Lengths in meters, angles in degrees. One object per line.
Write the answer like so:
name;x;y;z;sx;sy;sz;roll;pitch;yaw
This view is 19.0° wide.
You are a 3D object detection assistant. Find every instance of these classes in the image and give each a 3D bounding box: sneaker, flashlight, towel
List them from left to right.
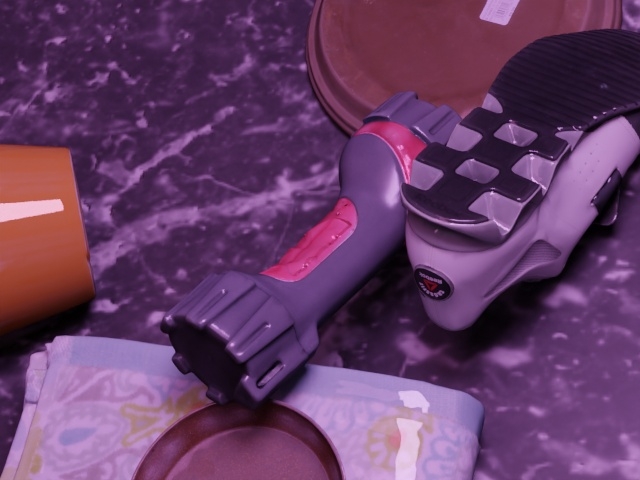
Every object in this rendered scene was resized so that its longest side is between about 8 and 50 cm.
towel;-0.086;0.240;1.430;0.374;0.090;0.320;6;67;20
flashlight;0.000;0.000;1.465;0.103;0.103;0.304;1;32;46
sneaker;0.172;-0.051;1.499;0.122;0.146;0.330;28;48;31

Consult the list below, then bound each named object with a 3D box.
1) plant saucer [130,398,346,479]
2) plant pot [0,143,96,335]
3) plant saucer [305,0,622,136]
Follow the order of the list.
plant saucer;-0.059;0.195;1.376;0.168;0.029;0.168;-7;61;14
plant pot;-0.287;0.001;1.576;0.188;0.205;0.205;-10;58;-7
plant saucer;0.117;-0.192;1.635;0.278;0.041;0.278;-8;59;13
